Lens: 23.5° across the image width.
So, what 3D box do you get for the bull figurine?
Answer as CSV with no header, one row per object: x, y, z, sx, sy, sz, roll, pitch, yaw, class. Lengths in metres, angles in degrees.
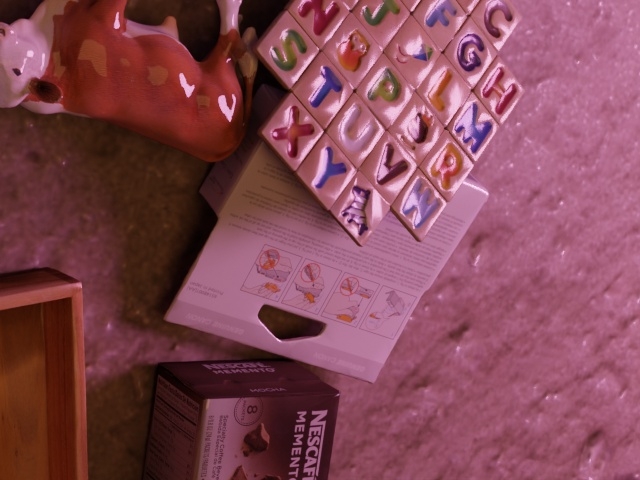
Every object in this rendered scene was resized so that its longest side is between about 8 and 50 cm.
-0.187,-0.181,1.458,0.310,0.101,0.188,21,86,-41,bull figurine

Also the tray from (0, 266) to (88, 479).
-0.330,0.245,1.492,0.203,0.076,0.411,-11,108,-37,tray

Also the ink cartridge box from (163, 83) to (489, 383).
0.000,0.000,1.654,0.296,0.066,0.261,20,108,-35,ink cartridge box

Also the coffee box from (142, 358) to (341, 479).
-0.095,0.284,1.638,0.168,0.119,0.297,2,103,-32,coffee box

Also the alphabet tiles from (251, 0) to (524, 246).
0.080,-0.176,1.596,0.285,0.011,0.342,48,63,-26,alphabet tiles
